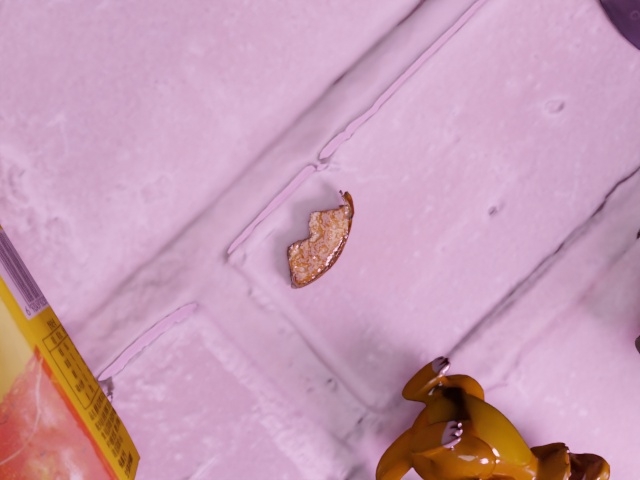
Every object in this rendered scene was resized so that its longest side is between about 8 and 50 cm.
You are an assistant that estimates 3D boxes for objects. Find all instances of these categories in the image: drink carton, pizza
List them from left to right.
[{"bbox_3d":[-0.275,0.049,0.724,0.155,0.111,0.351,-30,96,-5],"label":"drink carton"},{"bbox_3d":[0.000,0.000,0.803,0.037,0.016,0.083,30,93,-8],"label":"pizza"}]

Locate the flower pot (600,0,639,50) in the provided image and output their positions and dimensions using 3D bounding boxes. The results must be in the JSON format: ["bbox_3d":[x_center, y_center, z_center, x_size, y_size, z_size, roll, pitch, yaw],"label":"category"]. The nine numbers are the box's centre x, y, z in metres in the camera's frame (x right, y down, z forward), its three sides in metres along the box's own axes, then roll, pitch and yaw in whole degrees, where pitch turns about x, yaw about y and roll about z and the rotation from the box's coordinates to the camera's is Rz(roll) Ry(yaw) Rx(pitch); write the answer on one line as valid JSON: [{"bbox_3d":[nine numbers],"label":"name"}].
[{"bbox_3d":[0.340,-0.244,0.722,0.265,0.243,0.264,0,90,-6],"label":"flower pot"}]

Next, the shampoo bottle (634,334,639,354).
[{"bbox_3d":[0.303,0.036,0.809,0.162,0.079,0.079,-39,96,-3],"label":"shampoo bottle"}]

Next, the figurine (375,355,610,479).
[{"bbox_3d":[0.123,0.178,0.798,0.176,0.121,0.122,28,118,-17],"label":"figurine"}]
